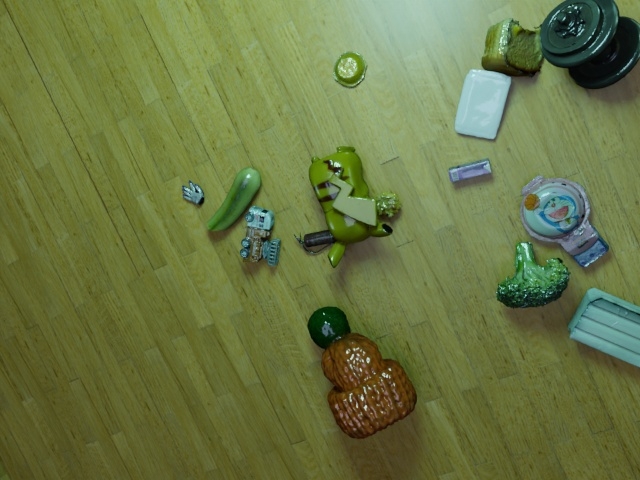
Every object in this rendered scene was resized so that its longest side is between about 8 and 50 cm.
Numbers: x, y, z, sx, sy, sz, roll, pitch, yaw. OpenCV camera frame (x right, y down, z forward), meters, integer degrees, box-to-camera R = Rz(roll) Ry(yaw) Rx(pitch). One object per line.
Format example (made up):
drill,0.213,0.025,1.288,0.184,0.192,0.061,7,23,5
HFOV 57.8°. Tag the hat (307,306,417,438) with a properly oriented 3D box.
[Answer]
hat,0.125,0.377,1.774,0.285,0.285,0.400,-21,81,18

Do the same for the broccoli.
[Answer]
broccoli,0.589,0.095,1.631,0.219,0.194,0.194,-20,96,41

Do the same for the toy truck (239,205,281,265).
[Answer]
toy truck,-0.186,-0.015,1.844,0.115,0.080,0.178,10,105,8

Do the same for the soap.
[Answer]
soap,0.849,0.250,1.621,0.261,0.094,0.150,24,112,8

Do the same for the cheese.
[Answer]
cheese,0.675,-0.056,1.608,0.189,0.074,0.286,-40,91,20

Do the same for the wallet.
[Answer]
wallet,0.449,-0.379,1.612,0.124,0.032,0.183,13,114,11

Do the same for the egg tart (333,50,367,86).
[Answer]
egg tart,0.083,-0.502,1.690,0.105,0.039,0.105,3,101,16

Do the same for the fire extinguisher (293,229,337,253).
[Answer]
fire extinguisher,0.000,0.000,1.817,0.157,0.045,0.078,-11,109,16

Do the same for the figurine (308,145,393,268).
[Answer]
figurine,0.082,-0.112,1.700,0.218,0.169,0.327,-21,93,27

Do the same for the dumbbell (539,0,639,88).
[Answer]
dumbbell,0.670,-0.490,1.429,0.192,0.290,0.192,-21,62,46

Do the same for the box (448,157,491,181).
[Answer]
box,0.426,-0.201,1.655,0.117,0.050,0.036,-14,105,16

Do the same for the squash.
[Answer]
squash,-0.271,-0.127,1.847,0.083,0.083,0.250,39,112,4

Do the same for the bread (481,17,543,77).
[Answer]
bread,0.528,-0.507,1.524,0.160,0.169,0.140,7,102,-2

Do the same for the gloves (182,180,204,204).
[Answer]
gloves,-0.418,-0.158,1.905,0.086,0.026,0.064,31,106,12

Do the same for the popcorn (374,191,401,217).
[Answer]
popcorn,0.198,-0.107,1.734,0.082,0.057,0.083,33,111,7
